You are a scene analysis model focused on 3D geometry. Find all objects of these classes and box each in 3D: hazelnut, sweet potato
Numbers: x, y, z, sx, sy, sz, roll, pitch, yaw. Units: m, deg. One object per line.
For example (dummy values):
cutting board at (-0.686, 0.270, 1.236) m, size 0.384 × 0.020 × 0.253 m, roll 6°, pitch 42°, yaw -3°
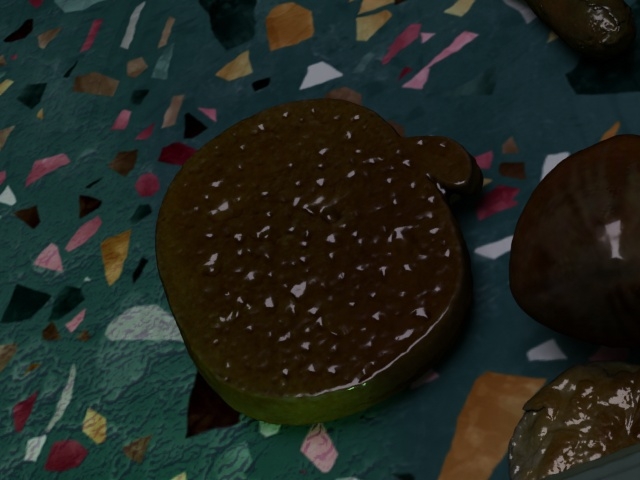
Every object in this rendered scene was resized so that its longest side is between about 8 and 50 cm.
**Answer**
hazelnut at (0.263, -0.004, 1.025) m, size 0.210 × 0.210 × 0.186 m, roll -4°, pitch 57°, yaw 25°
sweet potato at (0.253, -0.272, 1.326) m, size 0.075 × 0.075 × 0.273 m, roll -35°, pitch 44°, yaw -2°

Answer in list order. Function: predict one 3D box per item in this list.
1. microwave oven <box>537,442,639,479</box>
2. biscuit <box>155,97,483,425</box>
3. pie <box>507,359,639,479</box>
microwave oven at (0.217, 0.269, 0.756) m, size 0.355 × 0.218 × 0.286 m, roll -22°, pitch 5°, yaw 7°
biscuit at (0.004, 0.005, 1.236) m, size 0.350 × 0.070 × 0.394 m, roll -25°, pitch 48°, yaw 5°
pie at (0.250, 0.173, 0.991) m, size 0.195 × 0.046 × 0.195 m, roll -14°, pitch 51°, yaw 18°
